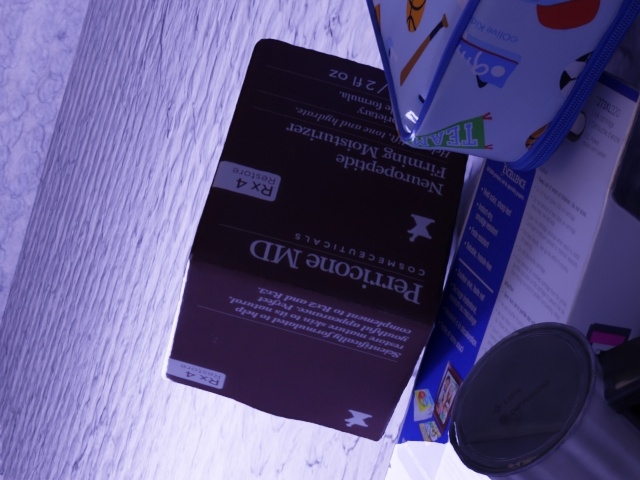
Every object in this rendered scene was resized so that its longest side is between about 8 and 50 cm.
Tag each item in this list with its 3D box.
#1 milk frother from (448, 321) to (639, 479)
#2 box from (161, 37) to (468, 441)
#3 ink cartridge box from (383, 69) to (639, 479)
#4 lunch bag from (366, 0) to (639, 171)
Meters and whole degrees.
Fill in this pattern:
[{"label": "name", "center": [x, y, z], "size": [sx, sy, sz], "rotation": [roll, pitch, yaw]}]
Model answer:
[{"label": "milk frother", "center": [0.145, 0.081, 0.770], "size": [0.129, 0.135, 0.143], "rotation": [-42, 33, 10]}, {"label": "box", "center": [0.000, 0.000, 1.075], "size": [0.167, 0.168, 0.203], "rotation": [109, 176, -54]}, {"label": "ink cartridge box", "center": [0.125, 0.068, 0.940], "size": [0.176, 0.069, 0.371], "rotation": [-127, 48, -66]}, {"label": "lunch bag", "center": [0.101, -0.203, 0.904], "size": [0.303, 0.115, 0.243], "rotation": [-98, 23, -44]}]
